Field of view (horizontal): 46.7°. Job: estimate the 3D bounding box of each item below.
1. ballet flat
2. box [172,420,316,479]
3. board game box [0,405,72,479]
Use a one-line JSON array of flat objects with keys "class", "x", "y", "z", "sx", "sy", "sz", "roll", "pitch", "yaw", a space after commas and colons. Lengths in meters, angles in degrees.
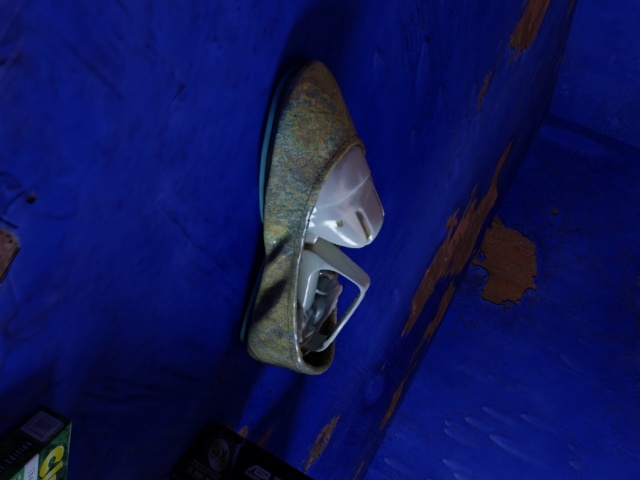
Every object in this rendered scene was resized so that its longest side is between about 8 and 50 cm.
[{"class": "ballet flat", "x": 0.000, "y": 0.000, "z": 0.707, "sx": 0.123, "sy": 0.123, "sz": 0.349, "roll": -46, "pitch": 155, "yaw": -47}, {"class": "box", "x": -0.068, "y": 0.306, "z": 0.833, "sx": 0.077, "sy": 0.180, "sz": 0.147, "roll": -52, "pitch": 159, "yaw": -37}, {"class": "board game box", "x": -0.230, "y": 0.248, "z": 0.505, "sx": 0.136, "sy": 0.030, "sz": 0.260, "roll": -43, "pitch": 153, "yaw": -55}]
